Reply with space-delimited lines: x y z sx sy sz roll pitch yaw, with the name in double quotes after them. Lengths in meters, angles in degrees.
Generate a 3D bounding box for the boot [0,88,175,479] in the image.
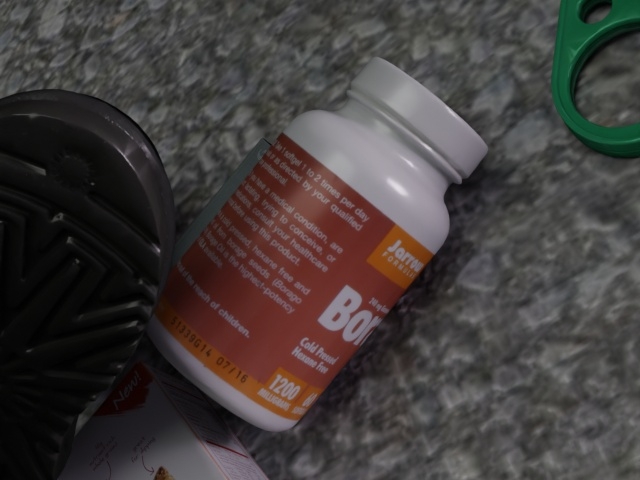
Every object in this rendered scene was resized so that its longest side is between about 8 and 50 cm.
-0.157 -0.014 0.657 0.348 0.131 0.260 -56 14 42 "boot"

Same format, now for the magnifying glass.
0.172 -0.149 0.685 0.092 0.026 0.231 -29 55 22 "magnifying glass"

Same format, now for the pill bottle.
0.000 0.000 0.665 0.216 0.121 0.121 -51 48 4 "pill bottle"

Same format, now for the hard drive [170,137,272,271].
-0.055 0.003 0.770 0.135 0.022 0.094 -50 48 4 "hard drive"

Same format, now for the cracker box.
-0.091 0.205 0.661 0.155 0.067 0.232 -50 48 4 "cracker box"
